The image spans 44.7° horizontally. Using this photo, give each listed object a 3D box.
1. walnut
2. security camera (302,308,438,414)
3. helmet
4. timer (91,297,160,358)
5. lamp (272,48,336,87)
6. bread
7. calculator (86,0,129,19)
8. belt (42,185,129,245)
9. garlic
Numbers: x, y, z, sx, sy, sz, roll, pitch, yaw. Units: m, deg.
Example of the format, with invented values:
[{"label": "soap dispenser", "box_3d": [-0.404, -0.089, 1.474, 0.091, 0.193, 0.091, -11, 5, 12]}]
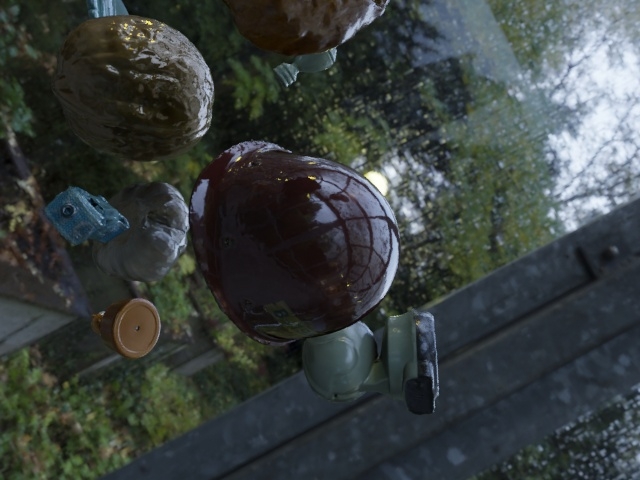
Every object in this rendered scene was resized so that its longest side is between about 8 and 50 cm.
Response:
[{"label": "walnut", "box_3d": [-0.366, -0.296, 1.532, 0.277, 0.313, 0.252, 122, -30, -62]}, {"label": "security camera", "box_3d": [0.100, 0.243, 1.599, 0.197, 0.277, 0.191, 76, 12, -52]}, {"label": "helmet", "box_3d": [0.000, 0.000, 1.270, 0.230, 0.338, 0.385, -1, -31, 37]}, {"label": "timer", "box_3d": [-0.452, 0.187, 1.720, 0.152, 0.132, 0.132, 3, -50, 38]}, {"label": "lamp", "box_3d": [-0.041, -0.510, 2.210, 0.106, 0.193, 0.106, 55, 0, -1]}, {"label": "bread", "box_3d": [-0.018, -0.410, 1.063, 0.172, 0.312, 0.312, 45, -16, 46]}, {"label": "calculator", "box_3d": [-0.489, -0.499, 1.848, 0.299, 0.041, 0.186, 69, 16, -80]}, {"label": "belt", "box_3d": [-0.391, -0.036, 1.318, 0.087, 0.072, 0.302, 46, -4, -3]}, {"label": "garlic", "box_3d": [-0.360, -0.016, 1.599, 0.152, 0.228, 0.228, 42, 12, -47]}]
